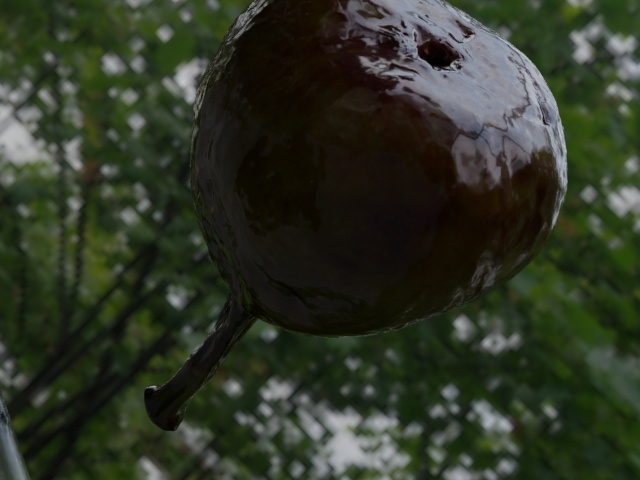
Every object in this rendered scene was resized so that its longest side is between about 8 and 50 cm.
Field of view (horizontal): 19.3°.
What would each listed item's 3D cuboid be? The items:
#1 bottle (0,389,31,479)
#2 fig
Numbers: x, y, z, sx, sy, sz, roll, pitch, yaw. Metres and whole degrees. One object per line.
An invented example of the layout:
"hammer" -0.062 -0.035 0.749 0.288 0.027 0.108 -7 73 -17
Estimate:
"bottle" -0.184 0.007 0.703 0.093 0.093 0.330 4 -68 70
"fig" -0.022 -0.016 0.932 0.290 0.190 0.190 -26 -64 29
